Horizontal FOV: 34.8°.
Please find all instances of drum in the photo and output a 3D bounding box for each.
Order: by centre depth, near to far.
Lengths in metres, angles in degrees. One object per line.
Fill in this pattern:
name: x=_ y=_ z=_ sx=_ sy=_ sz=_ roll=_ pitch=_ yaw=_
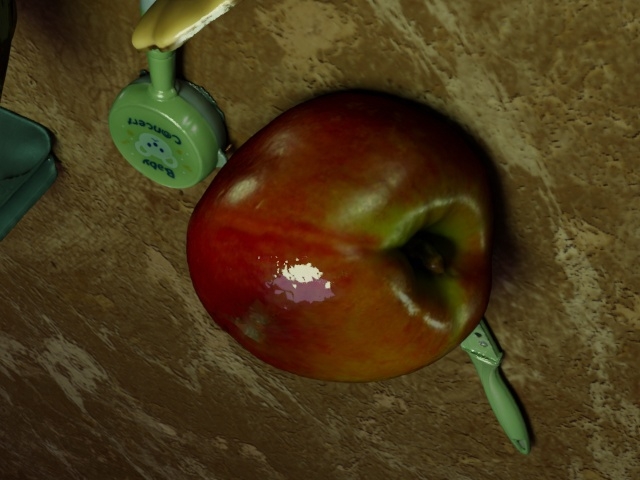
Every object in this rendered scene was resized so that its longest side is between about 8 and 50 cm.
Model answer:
drum: x=-0.160 y=-0.153 z=0.942 sx=0.130 sy=0.049 sz=0.253 roll=14 pitch=141 yaw=25

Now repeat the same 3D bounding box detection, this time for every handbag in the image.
handbag: x=-0.425 y=-0.084 z=1.127 sx=0.229 sy=0.179 sz=0.062 roll=23 pitch=144 yaw=12

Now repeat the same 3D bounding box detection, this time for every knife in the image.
knife: x=0.168 y=0.121 z=1.036 sx=0.043 sy=0.020 sz=0.293 roll=1 pitch=132 yaw=42

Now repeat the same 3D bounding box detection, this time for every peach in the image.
peach: x=0.000 y=0.000 z=0.888 sx=0.274 sy=0.245 sz=0.249 roll=4 pitch=106 yaw=52

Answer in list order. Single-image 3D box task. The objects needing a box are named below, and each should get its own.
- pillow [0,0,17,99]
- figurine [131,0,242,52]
pillow: x=-0.315 y=-0.227 z=0.801 sx=0.119 sy=0.312 sz=0.310 roll=-9 pitch=142 yaw=-4
figurine: x=-0.156 y=-0.259 z=0.685 sx=0.208 sy=0.181 sz=0.257 roll=-27 pitch=115 yaw=29
